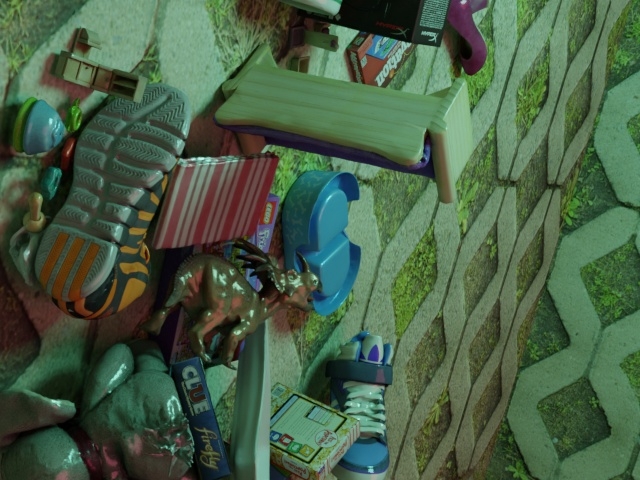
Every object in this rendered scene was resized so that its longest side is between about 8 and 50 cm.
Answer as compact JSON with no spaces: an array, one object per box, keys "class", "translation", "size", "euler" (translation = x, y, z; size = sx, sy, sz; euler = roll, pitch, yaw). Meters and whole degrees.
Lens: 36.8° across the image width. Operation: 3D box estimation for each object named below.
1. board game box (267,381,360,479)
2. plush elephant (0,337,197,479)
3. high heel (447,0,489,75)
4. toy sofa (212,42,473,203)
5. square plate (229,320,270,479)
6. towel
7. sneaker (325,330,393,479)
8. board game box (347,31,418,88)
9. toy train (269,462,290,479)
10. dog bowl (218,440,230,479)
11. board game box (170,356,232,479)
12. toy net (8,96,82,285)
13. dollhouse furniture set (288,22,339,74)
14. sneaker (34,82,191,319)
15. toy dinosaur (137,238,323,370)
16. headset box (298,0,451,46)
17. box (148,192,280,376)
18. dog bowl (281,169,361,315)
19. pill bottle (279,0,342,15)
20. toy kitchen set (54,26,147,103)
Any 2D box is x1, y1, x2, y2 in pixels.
[{"class":"board game box","translation":[-0.045,0.360,1.805],"size":[0.147,0.193,0.045],"euler":[-42,141,-39]},{"class":"plush elephant","translation":[-0.303,0.284,1.271],"size":[0.330,0.255,0.272],"euler":[149,-74,-76]},{"class":"high heel","translation":[0.292,-0.430,2.034],"size":[0.117,0.082,0.244],"euler":[-23,151,-13]},{"class":"toy sofa","translation":[0.032,-0.158,1.428],"size":[0.177,0.362,0.150],"euler":[-60,151,-31]},{"class":"square plate","translation":[-0.108,0.338,1.516],"size":[0.347,0.049,0.344],"euler":[-91,-179,-55]},{"class":"towel","translation":[-0.151,-0.060,1.386],"size":[0.197,0.029,0.144],"euler":[-9,129,-45]},{"class":"sneaker","translation":[0.080,0.311,1.912],"size":[0.323,0.130,0.236],"euler":[-98,-164,-71]},{"class":"board game box","translation":[0.144,-0.397,1.819],"size":[0.281,0.027,0.145],"euler":[-55,150,-26]},{"class":"toy train","translation":[-0.074,0.456,1.940],"size":[0.143,0.105,0.248],"euler":[-49,169,-3]},{"class":"dog bowl","translation":[-0.249,0.435,1.590],"size":[0.265,0.104,0.265],"euler":[-38,139,-44]},{"class":"board game box","translation":[-0.178,0.269,1.396],"size":[0.042,0.165,0.243],"euler":[-15,168,-13]},{"class":"toy net","translation":[-0.345,-0.061,1.175],"size":[0.122,0.045,0.232],"euler":[-77,-178,-75]},{"class":"dollhouse furniture set","translation":[0.003,-0.292,1.581],"size":[0.091,0.081,0.114],"euler":[-26,130,-52]},{"class":"sneaker","translation":[-0.261,-0.043,1.259],"size":[0.180,0.124,0.321],"euler":[88,27,-69]},{"class":"toy dinosaur","translation":[-0.143,0.072,1.409],"size":[0.295,0.127,0.200],"euler":[30,83,-54]},{"class":"headset box","translation":[0.108,-0.472,1.505],"size":[0.110,0.218,0.293],"euler":[-12,119,-58]},{"class":"box","translation":[-0.172,0.064,1.532],"size":[0.201,0.057,0.293],"euler":[-6,113,-57]},{"class":"dog bowl","translation":[0.000,0.000,1.777],"size":[0.166,0.074,0.297],"euler":[-43,141,-40]},{"class":"pill bottle","translation":[-0.001,-0.452,1.433],"size":[0.117,0.117,0.208],"euler":[2,107,-61]},{"class":"toy kitchen set","translation":[-0.263,-0.216,1.172],"size":[0.083,0.075,0.068],"euler":[8,100,-65]}]
